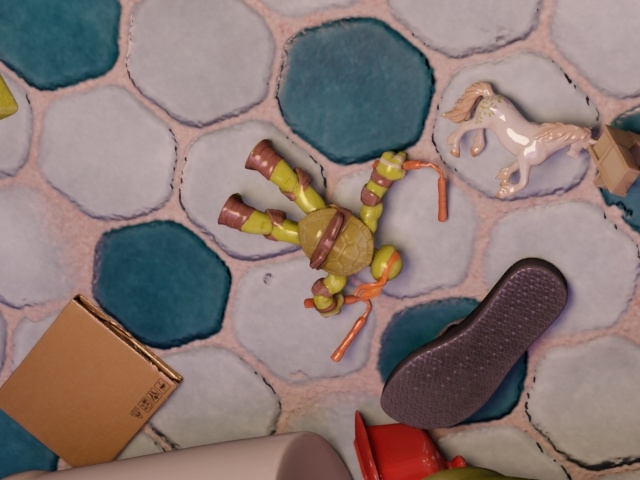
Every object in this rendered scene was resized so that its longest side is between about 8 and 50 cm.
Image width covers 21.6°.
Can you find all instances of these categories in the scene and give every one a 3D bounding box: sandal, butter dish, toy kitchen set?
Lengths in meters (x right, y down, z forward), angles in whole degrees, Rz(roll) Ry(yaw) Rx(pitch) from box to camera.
[{"bbox_3d":[0.172,0.117,1.835,0.097,0.054,0.254,43,110,-13],"label":"sandal"},{"bbox_3d":[0.110,0.273,1.885,0.118,0.160,0.160,-17,110,0],"label":"butter dish"},{"bbox_3d":[0.309,-0.059,1.670,0.083,0.075,0.068,15,124,-25],"label":"toy kitchen set"}]

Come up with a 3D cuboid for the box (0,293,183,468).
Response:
[{"bbox_3d":[-0.284,0.180,2.023,0.164,0.021,0.201,40,120,-3],"label":"box"}]

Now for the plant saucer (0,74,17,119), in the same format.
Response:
[{"bbox_3d":[-0.466,-0.189,1.892,0.188,0.045,0.188,-20,107,25],"label":"plant saucer"}]

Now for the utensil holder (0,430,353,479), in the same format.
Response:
[{"bbox_3d":[-0.165,0.395,1.918,0.385,0.327,0.327,-14,110,21],"label":"utensil holder"}]

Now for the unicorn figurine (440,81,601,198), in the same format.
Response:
[{"bbox_3d":[0.204,-0.101,1.708,0.162,0.060,0.111,36,121,-1],"label":"unicorn figurine"}]

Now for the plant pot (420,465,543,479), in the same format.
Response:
[{"bbox_3d":[0.221,0.394,1.699,0.366,0.353,0.366,-6,104,-26],"label":"plant pot"}]

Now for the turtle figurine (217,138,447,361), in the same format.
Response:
[{"bbox_3d":[0.000,0.000,1.807,0.217,0.087,0.269,29,120,3],"label":"turtle figurine"}]
